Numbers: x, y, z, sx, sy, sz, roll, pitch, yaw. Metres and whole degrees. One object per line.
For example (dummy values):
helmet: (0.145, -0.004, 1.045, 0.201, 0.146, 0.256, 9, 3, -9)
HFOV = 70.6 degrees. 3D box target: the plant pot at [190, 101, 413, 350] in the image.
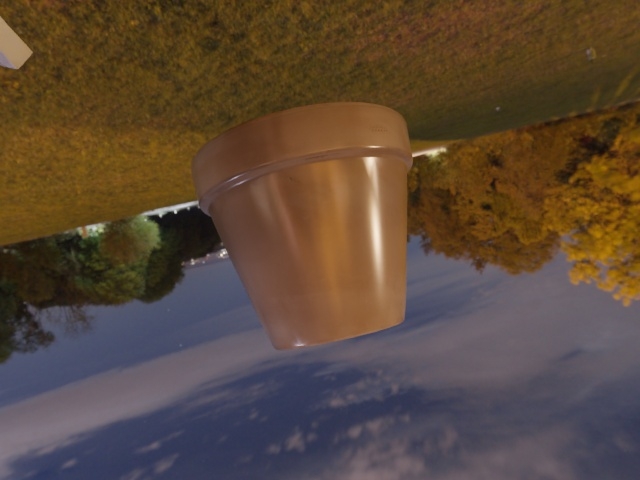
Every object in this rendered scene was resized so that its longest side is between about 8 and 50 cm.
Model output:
plant pot: (0.000, 0.000, 0.660, 0.324, 0.279, 0.323, -13, 172, -2)

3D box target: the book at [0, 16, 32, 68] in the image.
book: (-0.346, -0.211, 0.400, 0.144, 0.035, 0.096, 20, 158, 16)
